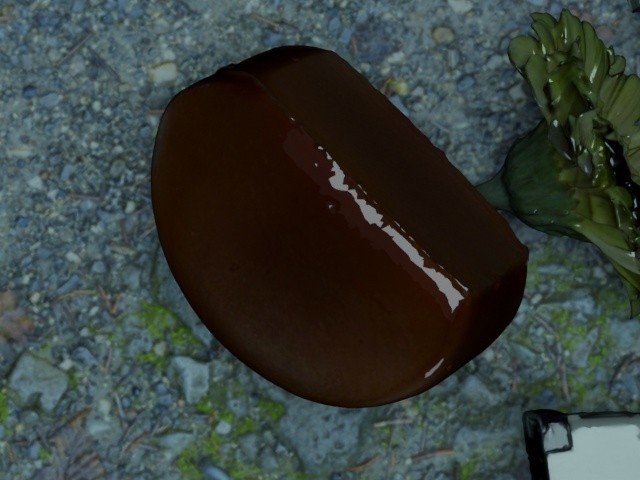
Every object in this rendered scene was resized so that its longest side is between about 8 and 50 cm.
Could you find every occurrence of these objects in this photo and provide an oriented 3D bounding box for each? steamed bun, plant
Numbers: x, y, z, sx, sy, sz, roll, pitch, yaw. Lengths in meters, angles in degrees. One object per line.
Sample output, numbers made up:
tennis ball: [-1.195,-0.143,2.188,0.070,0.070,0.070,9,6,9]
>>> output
steamed bun: [0.000,0.000,1.726,0.379,0.235,0.248,45,119,8]
plant: [0.238,-0.077,1.733,0.297,0.261,0.306,-5,76,0]

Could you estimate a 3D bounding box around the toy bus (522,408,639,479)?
toy bus: [0.328,0.375,1.728,0.249,0.209,0.440,-7,83,1]

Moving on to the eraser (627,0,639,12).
eraser: [0.329,-0.284,1.851,0.019,0.038,0.083,-16,89,-6]
